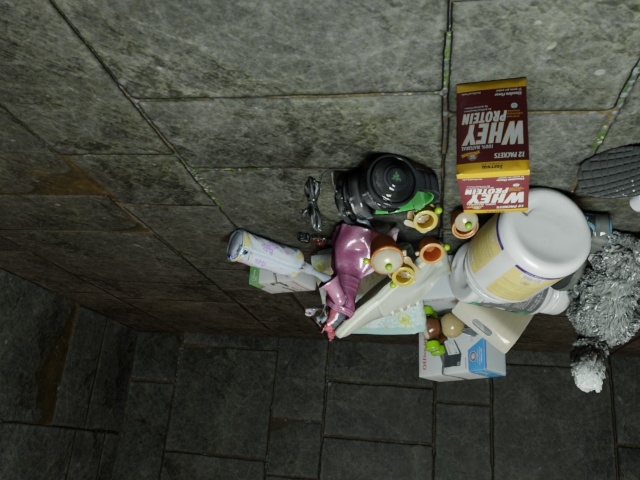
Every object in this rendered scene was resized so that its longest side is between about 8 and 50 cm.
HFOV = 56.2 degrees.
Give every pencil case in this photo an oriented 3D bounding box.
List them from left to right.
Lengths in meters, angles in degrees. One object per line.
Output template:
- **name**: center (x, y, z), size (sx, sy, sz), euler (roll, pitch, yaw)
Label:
- **pencil case**: center (-0.188, 0.048, 2.066), size (0.273, 0.114, 0.124), euler (20, 173, -38)

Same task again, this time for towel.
- **towel**: center (0.167, 0.174, 2.087), size (0.374, 0.321, 0.090), euler (-5, -158, 26)

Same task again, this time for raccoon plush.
- **raccoon plush**: center (0.848, 0.182, 1.711), size (0.215, 0.447, 0.299), euler (6, 136, 12)

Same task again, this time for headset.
- **headset**: center (0.124, -0.096, 1.478), size (0.394, 0.185, 0.243), euler (6, 164, -38)

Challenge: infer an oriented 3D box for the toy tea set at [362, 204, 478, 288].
- **toy tea set**: center (0.287, 0.016, 1.687), size (0.200, 0.124, 0.336), euler (38, 113, -25)

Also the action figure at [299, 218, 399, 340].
- **action figure**: center (0.081, 0.135, 1.851), size (0.275, 0.371, 0.248), euler (8, 156, 9)

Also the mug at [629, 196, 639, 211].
- **mug**: center (0.812, -0.098, 1.489), size (0.078, 0.062, 0.064), euler (13, 168, -2)

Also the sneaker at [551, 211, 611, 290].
- **sneaker**: center (0.717, 0.024, 1.750), size (0.139, 0.125, 0.341), euler (14, 143, 8)

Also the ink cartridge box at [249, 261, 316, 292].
- **ink cartridge box**: center (-0.144, 0.140, 2.344), size (0.219, 0.093, 0.160), euler (-7, 158, 32)

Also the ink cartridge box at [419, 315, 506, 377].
- **ink cartridge box**: center (0.513, 0.389, 2.199), size (0.129, 0.223, 0.307), euler (19, 154, -34)

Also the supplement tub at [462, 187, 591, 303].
- **supplement tub**: center (0.540, 0.029, 1.621), size (0.240, 0.241, 0.331), euler (7, 158, -6)

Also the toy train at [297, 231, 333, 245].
- **toy train**: center (0.000, 0.000, 1.998), size (0.158, 0.036, 0.027), euler (7, 160, -5)

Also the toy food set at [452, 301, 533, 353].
- **toy food set**: center (0.607, 0.235, 2.068), size (0.219, 0.306, 0.092), euler (39, 130, 15)

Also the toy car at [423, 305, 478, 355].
- **toy car**: center (0.460, 0.306, 2.121), size (0.188, 0.155, 0.149), euler (-16, 154, 18)

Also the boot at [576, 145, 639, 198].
- **boot**: center (0.772, -0.133, 1.329), size (0.338, 0.118, 0.222), euler (-6, 163, 41)

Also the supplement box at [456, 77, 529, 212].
- **supplement box**: center (0.340, -0.178, 1.178), size (0.129, 0.194, 0.191), euler (-2, 160, 18)

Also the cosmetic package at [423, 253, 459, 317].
- **cosmetic package**: center (0.480, 0.203, 2.264), size (0.229, 0.162, 0.453), euler (-8, 156, 31)

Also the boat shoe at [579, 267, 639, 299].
- **boat shoe**: center (0.959, 0.167, 2.082), size (0.355, 0.130, 0.132), euler (-14, 153, 43)

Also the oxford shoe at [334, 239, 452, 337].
- **oxford shoe**: center (0.236, 0.177, 1.894), size (0.449, 0.130, 0.169), euler (-38, -175, -1)

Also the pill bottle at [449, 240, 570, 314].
- **pill bottle**: center (0.626, 0.131, 1.957), size (0.360, 0.204, 0.204), euler (12, 159, -17)
